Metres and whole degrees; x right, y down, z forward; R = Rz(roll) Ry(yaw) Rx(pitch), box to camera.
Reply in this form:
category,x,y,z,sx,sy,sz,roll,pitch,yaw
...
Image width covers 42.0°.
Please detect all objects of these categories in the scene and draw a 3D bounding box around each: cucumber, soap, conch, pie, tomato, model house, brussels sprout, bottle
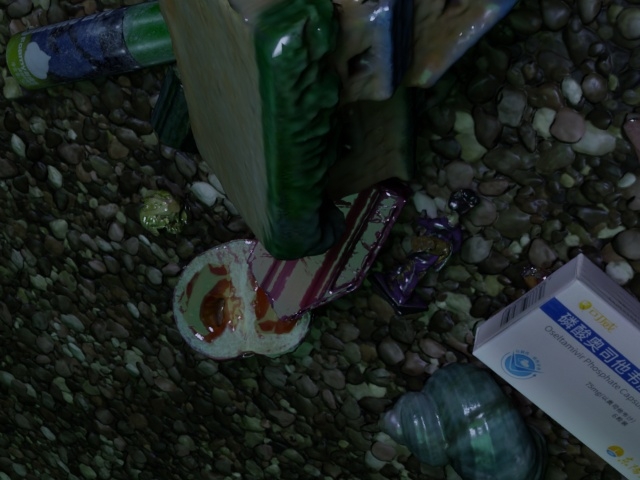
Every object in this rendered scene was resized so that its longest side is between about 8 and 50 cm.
category,x,y,z,sx,sy,sz,roll,pitch,yaw
cucumber,-0.198,-0.196,1.245,0.116,0.062,0.115,36,131,5
soap,0.000,0.000,1.188,0.162,0.099,0.250,30,107,3
conch,0.226,0.289,1.264,0.277,0.195,0.220,7,154,-5
pie,0.344,0.099,1.166,0.092,0.034,0.170,-22,106,38
tomato,-0.115,0.085,1.334,0.228,0.112,0.199,-2,103,7
model house,0.030,-0.220,0.939,0.334,0.343,0.382,53,159,34
brussels sprout,-0.248,-0.047,1.353,0.058,0.085,0.085,-22,107,42
bottle,-0.312,-0.289,1.225,0.330,0.093,0.093,-4,116,28

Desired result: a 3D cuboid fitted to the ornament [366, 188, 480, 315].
category,x,y,z,sx,sy,sz,roll,pitch,yaw
ornament,0.153,0.002,1.187,0.081,0.088,0.203,42,119,29

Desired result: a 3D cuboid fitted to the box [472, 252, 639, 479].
category,x,y,z,sx,sy,sz,roll,pitch,yaw
box,0.404,0.191,1.144,0.343,0.065,0.200,39,127,-9

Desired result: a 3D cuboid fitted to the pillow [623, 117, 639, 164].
category,x,y,z,sx,sy,sz,roll,pitch,yaw
pillow,0.487,-0.059,0.969,0.223,0.084,0.236,-7,110,29
